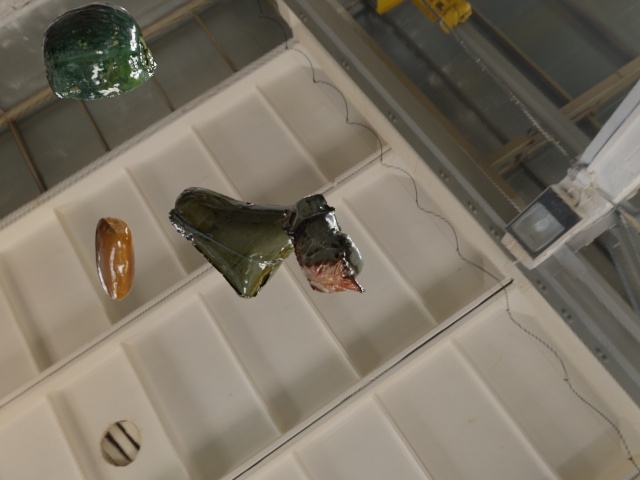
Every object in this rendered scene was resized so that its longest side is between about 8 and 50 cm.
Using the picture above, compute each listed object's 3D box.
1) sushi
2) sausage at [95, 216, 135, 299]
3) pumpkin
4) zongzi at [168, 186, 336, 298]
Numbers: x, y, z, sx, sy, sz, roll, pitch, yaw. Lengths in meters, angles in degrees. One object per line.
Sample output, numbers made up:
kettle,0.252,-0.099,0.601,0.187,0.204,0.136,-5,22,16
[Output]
sushi,0.000,0.000,1.095,0.130,0.124,0.332,-30,-141,6
sausage,-0.495,0.049,1.234,0.098,0.238,0.098,10,-142,-8
pumpkin,-0.599,-0.518,1.349,0.264,0.196,0.293,-6,-142,2
zongzi,-0.203,-0.075,1.410,0.356,0.174,0.393,43,-62,-4
